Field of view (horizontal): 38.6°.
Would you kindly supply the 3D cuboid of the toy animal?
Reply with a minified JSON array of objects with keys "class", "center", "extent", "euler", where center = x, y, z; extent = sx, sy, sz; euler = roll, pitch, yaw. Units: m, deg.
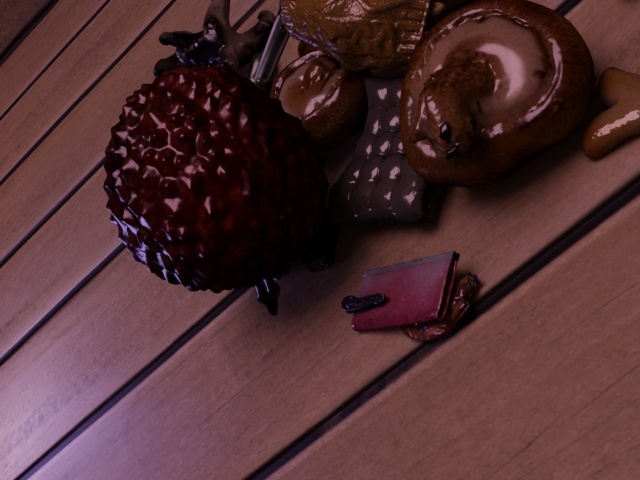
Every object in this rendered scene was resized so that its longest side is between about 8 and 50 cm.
[{"class":"toy animal","center":[-0.302,-0.454,2.328],"extent":[0.344,0.194,0.302],"euler":[-29,39,39]}]

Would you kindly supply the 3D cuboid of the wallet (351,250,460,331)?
[{"class":"wallet","center":[0.139,0.090,1.547],"extent":[0.232,0.025,0.119],"euler":[-16,50,54]}]

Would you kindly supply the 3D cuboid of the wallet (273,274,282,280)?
[{"class":"wallet","center":[-0.089,-0.036,1.904],"extent":[0.160,0.055,0.236],"euler":[13,73,44]}]

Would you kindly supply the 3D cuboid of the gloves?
[{"class":"gloves","center":[0.079,-0.411,1.760],"extent":[0.357,0.203,0.155],"euler":[12,58,31]}]

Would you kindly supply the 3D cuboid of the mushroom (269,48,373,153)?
[{"class":"mushroom","center":[0.004,-0.291,1.903],"extent":[0.253,0.153,0.253],"euler":[-26,46,30]}]

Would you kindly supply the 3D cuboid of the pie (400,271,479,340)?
[{"class":"pie","center":[0.193,0.116,1.493],"extent":[0.170,0.034,0.092],"euler":[-37,37,28]}]

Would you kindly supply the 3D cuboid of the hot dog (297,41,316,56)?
[{"class":"hot dog","center":[0.041,-0.437,2.050],"extent":[0.286,0.061,0.087],"euler":[13,62,50]}]

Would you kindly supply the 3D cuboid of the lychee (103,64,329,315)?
[{"class":"lychee","center":[-0.180,-0.084,1.699],"extent":[0.425,0.499,0.424],"euler":[-23,20,9]}]

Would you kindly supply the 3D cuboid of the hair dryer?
[{"class":"hair dryer","center":[-0.141,-0.382,2.065],"extent":[0.284,0.156,0.320],"euler":[98,178,-53]}]

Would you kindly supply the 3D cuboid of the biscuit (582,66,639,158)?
[{"class":"biscuit","center":[0.503,-0.208,1.383],"extent":[0.208,0.047,0.164],"euler":[-2,61,47]}]

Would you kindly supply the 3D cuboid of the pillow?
[{"class":"pillow","center":[0.150,-0.174,1.705],"extent":[0.228,0.101,0.326],"euler":[-1,64,46]}]

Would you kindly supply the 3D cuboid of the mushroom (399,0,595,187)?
[{"class":"mushroom","center":[0.272,-0.250,1.484],"extent":[0.346,0.260,0.345],"euler":[-11,67,27]}]

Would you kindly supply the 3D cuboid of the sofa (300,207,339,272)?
[{"class":"sofa","center":[0.000,0.000,1.788],"extent":[0.060,0.039,0.117],"euler":[-19,50,37]}]

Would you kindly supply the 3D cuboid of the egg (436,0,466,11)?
[{"class":"egg","center":[0.211,-0.571,1.804],"extent":[0.322,0.250,0.250],"euler":[-33,42,40]}]

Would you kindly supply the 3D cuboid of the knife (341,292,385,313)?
[{"class":"knife","center":[0.077,0.107,1.590],"extent":[0.121,0.018,0.031],"euler":[-18,52,51]}]
